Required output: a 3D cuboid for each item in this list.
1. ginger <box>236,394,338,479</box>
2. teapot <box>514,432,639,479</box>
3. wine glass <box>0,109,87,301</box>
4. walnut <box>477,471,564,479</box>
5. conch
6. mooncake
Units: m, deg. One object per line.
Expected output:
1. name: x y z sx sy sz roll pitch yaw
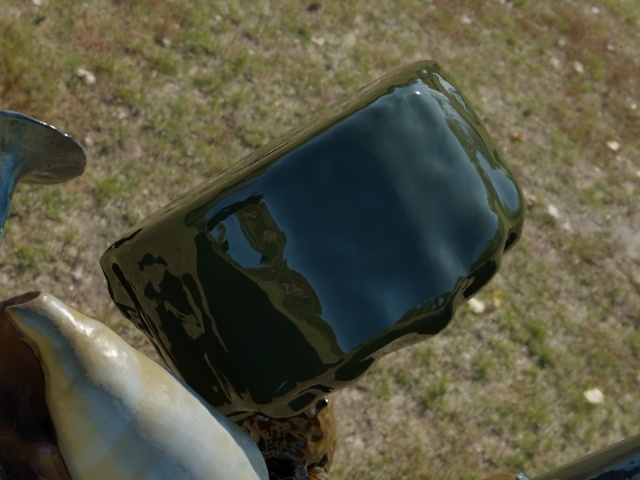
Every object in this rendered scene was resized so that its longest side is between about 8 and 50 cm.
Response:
1. ginger: -0.054 0.247 1.044 0.153 0.274 0.357 -10 73 1
2. teapot: 0.334 0.301 0.907 0.200 0.337 0.270 47 21 -44
3. wine glass: -0.445 0.046 1.240 0.267 0.267 0.405 13 66 -21
4. walnut: 0.158 0.286 0.715 0.203 0.203 0.298 24 -3 -8
5. conch: -0.127 0.131 0.622 0.127 0.158 0.255 -63 135 -62
6. mooncake: 0.000 0.000 0.824 0.356 0.356 0.194 -40 103 -50
